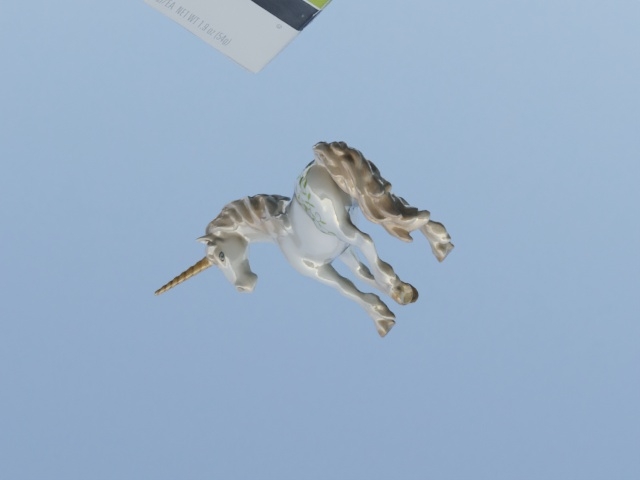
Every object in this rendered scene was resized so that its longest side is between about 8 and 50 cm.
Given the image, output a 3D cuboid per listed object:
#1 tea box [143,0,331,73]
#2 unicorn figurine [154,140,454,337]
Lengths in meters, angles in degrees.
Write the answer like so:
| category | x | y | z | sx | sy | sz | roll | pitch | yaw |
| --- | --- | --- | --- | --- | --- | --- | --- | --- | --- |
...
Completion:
| category | x | y | z | sx | sy | sz | roll | pitch | yaw |
| --- | --- | --- | --- | --- | --- | --- | --- | --- | --- |
| tea box | -0.090 | -0.401 | 1.542 | 0.329 | 0.323 | 0.220 | 30 | -140 | -21 |
| unicorn figurine | 0.000 | 0.000 | 0.786 | 0.111 | 0.162 | 0.060 | 38 | -134 | 6 |
